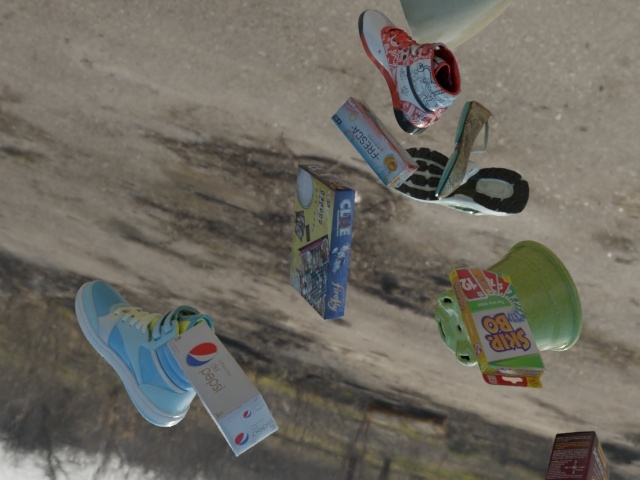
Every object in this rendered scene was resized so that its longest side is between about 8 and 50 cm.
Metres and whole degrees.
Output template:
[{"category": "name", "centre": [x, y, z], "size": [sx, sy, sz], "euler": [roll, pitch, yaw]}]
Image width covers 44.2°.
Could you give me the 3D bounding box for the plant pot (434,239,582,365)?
[{"category": "plant pot", "centre": [0.418, 0.167, 1.843], "size": [0.254, 0.276, 0.276], "euler": [-18, 173, -19]}]

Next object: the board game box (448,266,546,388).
[{"category": "board game box", "centre": [0.332, 0.160, 1.484], "size": [0.124, 0.259, 0.039], "euler": [7, 137, -19]}]

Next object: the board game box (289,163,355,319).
[{"category": "board game box", "centre": [0.000, 0.000, 1.440], "size": [0.042, 0.243, 0.165], "euler": [-5, -156, -24]}]

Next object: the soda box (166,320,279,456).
[{"category": "soda box", "centre": [-0.142, 0.201, 1.110], "size": [0.216, 0.069, 0.074], "euler": [38, 155, 54]}]

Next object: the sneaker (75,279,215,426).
[{"category": "sneaker", "centre": [-0.301, 0.152, 1.424], "size": [0.319, 0.208, 0.127], "euler": [49, -152, 15]}]

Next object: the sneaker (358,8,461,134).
[{"category": "sneaker", "centre": [0.170, -0.345, 1.457], "size": [0.090, 0.270, 0.145], "euler": [-9, 162, -35]}]

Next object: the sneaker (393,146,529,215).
[{"category": "sneaker", "centre": [0.374, -0.136, 2.228], "size": [0.410, 0.158, 0.182], "euler": [17, 165, 14]}]

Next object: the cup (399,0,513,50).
[{"category": "cup", "centre": [0.301, -0.588, 1.724], "size": [0.237, 0.331, 0.331], "euler": [-14, 153, 18]}]

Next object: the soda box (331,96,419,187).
[{"category": "soda box", "centre": [0.103, -0.186, 1.496], "size": [0.183, 0.063, 0.058], "euler": [54, -156, 19]}]

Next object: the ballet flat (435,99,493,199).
[{"category": "ballet flat", "centre": [0.282, -0.168, 1.514], "size": [0.067, 0.206, 0.073], "euler": [20, 177, -2]}]

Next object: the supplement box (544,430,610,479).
[{"category": "supplement box", "centre": [0.484, 0.461, 1.491], "size": [0.081, 0.188, 0.104], "euler": [-14, 111, 32]}]
